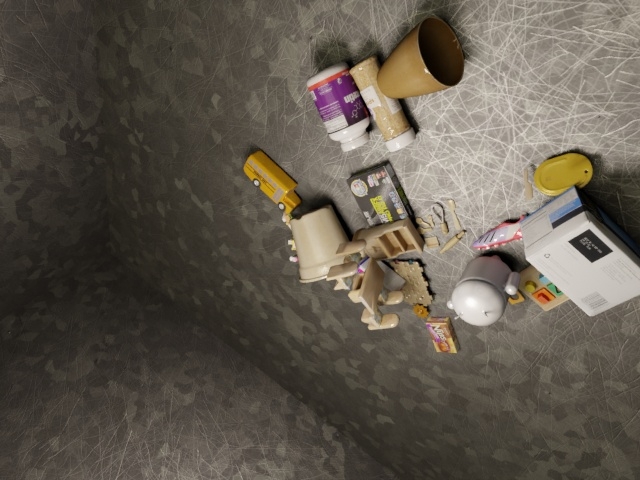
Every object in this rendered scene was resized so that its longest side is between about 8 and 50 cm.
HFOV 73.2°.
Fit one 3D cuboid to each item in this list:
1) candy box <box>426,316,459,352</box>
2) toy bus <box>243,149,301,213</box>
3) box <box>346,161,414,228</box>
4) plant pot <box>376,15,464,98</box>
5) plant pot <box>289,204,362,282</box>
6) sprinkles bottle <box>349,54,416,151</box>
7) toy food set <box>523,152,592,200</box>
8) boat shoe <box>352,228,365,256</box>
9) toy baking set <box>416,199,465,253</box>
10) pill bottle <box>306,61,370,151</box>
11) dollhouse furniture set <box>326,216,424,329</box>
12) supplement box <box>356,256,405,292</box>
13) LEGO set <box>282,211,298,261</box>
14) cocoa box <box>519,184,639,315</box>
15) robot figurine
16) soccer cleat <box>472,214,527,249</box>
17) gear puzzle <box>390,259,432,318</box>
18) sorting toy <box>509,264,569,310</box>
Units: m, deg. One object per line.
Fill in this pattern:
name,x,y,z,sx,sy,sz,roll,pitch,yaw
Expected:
candy box,0.610,0.470,2.150,0.109,0.053,0.187,-7,116,39
toy bus,-0.234,-0.296,2.195,0.332,0.108,0.130,43,134,4
box,0.267,-0.193,1.932,0.216,0.060,0.270,-15,110,40
plant pot,0.327,-0.602,1.511,0.254,0.237,0.237,-13,112,54
plant pot,0.000,0.000,2.115,0.333,0.333,0.306,-14,99,41
sprinkles bottle,0.245,-0.527,1.674,0.121,0.121,0.356,-18,108,42
toy food set,0.828,-0.223,1.505,0.217,0.071,0.128,-14,86,39
boat shoe,0.193,0.015,2.069,0.063,0.170,0.059,-26,123,30
toy baking set,0.521,-0.055,1.864,0.197,0.030,0.256,45,135,2
pill bottle,0.084,-0.534,1.743,0.181,0.181,0.323,-11,113,40
dollhouse furniture set,0.270,0.118,1.852,0.256,0.394,0.362,-15,127,36
supplement box,0.290,0.189,2.118,0.220,0.114,0.111,38,142,20
LEGO set,-0.113,-0.033,2.286,0.107,0.132,0.287,4,116,24
cocoa box,0.886,0.036,1.452,0.347,0.228,0.231,37,128,-13
robot figurine,0.648,0.200,1.719,0.300,0.353,0.200,-30,100,45
soccer cleat,0.719,-0.026,1.719,0.248,0.083,0.095,-22,76,48
gear puzzle,0.466,0.237,2.100,0.175,0.044,0.339,-2,117,45
sorting toy,0.903,0.188,1.742,0.196,0.047,0.348,43,135,4
